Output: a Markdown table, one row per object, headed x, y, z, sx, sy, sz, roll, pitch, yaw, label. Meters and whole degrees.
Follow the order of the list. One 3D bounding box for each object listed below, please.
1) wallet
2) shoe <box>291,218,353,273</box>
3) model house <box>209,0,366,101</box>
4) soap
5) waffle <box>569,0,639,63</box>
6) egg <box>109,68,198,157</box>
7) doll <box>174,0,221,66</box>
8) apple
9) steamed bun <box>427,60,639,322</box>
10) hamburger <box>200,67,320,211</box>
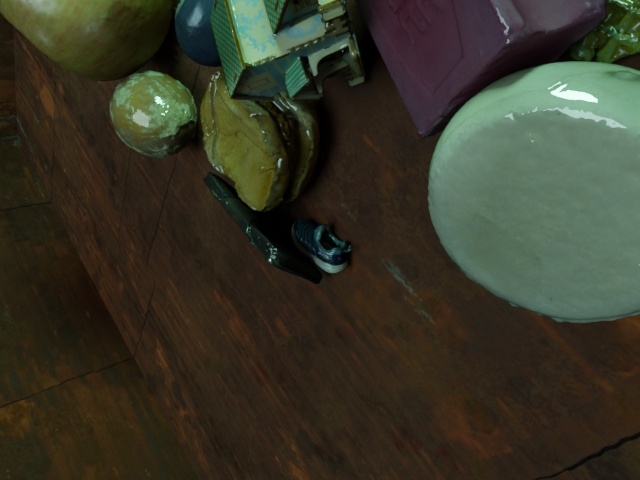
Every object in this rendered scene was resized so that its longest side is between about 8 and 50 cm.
| x | y | z | sx | sy | sz | roll | pitch | yaw | label |
| --- | --- | --- | --- | --- | --- | --- | --- | --- | --- |
| -0.124 | -0.031 | 0.980 | 0.042 | 0.165 | 0.309 | -48 | 55 | 4 | wallet |
| 0.000 | 0.000 | 0.925 | 0.143 | 0.063 | 0.071 | 41 | 132 | 27 | shoe |
| -0.055 | -0.291 | 0.690 | 0.206 | 0.271 | 0.178 | -15 | 88 | 10 | model house |
| 0.135 | -0.333 | 0.556 | 0.233 | 0.128 | 0.360 | 129 | 119 | -75 | soap |
| 0.327 | -0.282 | 0.486 | 0.183 | 0.036 | 0.169 | -12 | 93 | 48 | waffle |
| -0.399 | -0.304 | 1.146 | 0.245 | 0.203 | 0.204 | 34 | 127 | 41 | egg |
| -0.163 | -0.436 | 0.837 | 0.154 | 0.228 | 0.258 | 39 | 100 | -12 | doll |
| -0.522 | -0.566 | 1.063 | 0.346 | 0.391 | 0.391 | -48 | 64 | 9 | apple |
| 0.267 | -0.058 | 0.517 | 0.282 | 0.177 | 0.283 | 27 | 137 | 28 | steamed bun |
| -0.120 | -0.208 | 0.921 | 0.283 | 0.144 | 0.260 | 49 | 145 | 18 | hamburger |
